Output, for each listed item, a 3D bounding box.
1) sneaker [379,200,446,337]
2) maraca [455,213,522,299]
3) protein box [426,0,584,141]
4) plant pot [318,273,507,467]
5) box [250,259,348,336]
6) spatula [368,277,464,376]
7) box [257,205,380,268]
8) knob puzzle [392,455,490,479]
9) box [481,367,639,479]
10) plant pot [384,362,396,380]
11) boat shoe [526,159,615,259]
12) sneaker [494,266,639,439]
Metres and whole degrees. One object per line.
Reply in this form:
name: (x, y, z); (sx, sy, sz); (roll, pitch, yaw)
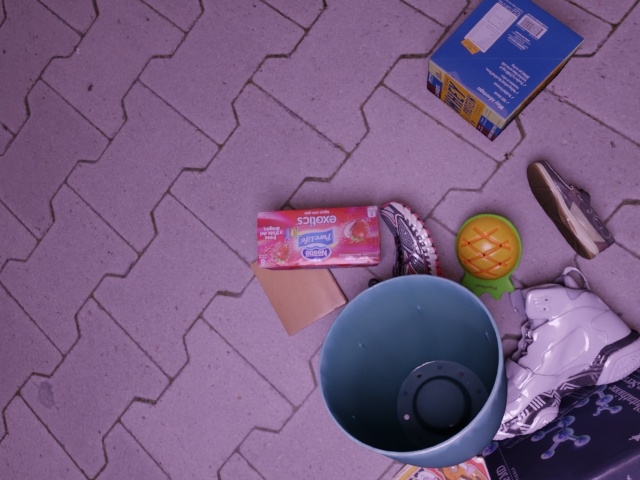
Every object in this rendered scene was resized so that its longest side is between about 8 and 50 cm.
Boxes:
sneaker: (0.192, 0.058, 0.840); (0.112, 0.121, 0.298); (-22, 81, 2)
maraca: (0.345, 0.035, 0.826); (0.127, 0.099, 0.185); (5, 108, 33)
protein box: (0.363, -0.359, 0.825); (0.200, 0.136, 0.201); (45, 97, 12)
plant pot: (0.180, 0.243, 0.694); (0.293, 0.235, 0.292); (-20, 42, 20)
box: (-0.054, 0.101, 0.954); (0.165, 0.021, 0.201); (-32, 80, 9)
spatula: (0.202, 0.203, 0.881); (0.084, 0.030, 0.296); (-39, 78, 7)
box: (0.000, 0.000, 0.875); (0.257, 0.128, 0.122); (-3, 83, 5)
knob puzzle: (0.276, 0.521, 0.831); (0.213, 0.030, 0.212); (0, 91, 18)
box: (0.509, 0.385, 0.661); (0.396, 0.293, 0.211); (-37, 79, 8)
plant pot: (0.122, 0.279, 0.877); (0.079, 0.083, 0.083); (-29, 80, 23)
boat shoe: (0.503, -0.071, 0.807); (0.074, 0.080, 0.223); (-31, 85, 4)
sneaker: (0.408, 0.214, 0.781); (0.366, 0.137, 0.210); (-32, 79, 5)
